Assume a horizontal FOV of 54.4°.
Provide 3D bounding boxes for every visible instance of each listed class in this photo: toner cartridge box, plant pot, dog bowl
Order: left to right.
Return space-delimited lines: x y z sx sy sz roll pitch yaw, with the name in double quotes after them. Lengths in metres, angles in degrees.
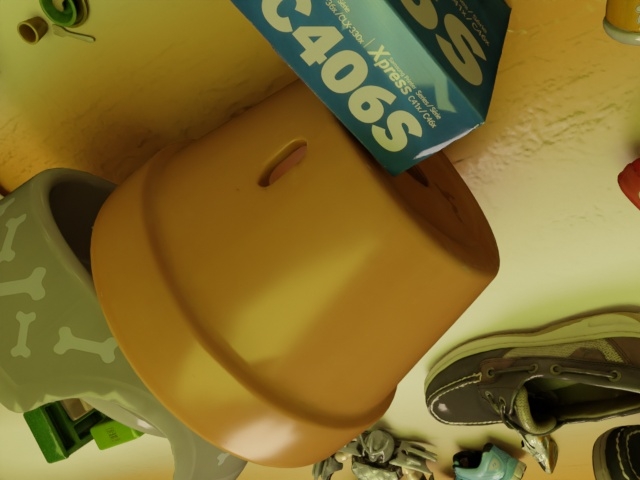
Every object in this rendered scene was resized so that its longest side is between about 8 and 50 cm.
-0.168 0.068 0.597 0.349 0.348 0.102 41 97 -16 "dog bowl"
-0.024 -0.217 0.367 0.348 0.165 0.075 44 132 -19 "toner cartridge box"
0.000 0.000 0.501 0.291 0.290 0.203 42 117 -17 "plant pot"

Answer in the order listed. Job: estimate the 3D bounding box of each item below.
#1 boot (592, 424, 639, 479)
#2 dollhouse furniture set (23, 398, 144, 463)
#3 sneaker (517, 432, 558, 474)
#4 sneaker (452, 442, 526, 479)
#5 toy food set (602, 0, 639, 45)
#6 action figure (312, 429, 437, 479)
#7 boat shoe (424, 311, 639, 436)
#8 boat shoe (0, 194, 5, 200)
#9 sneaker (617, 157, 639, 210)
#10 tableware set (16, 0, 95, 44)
0.483 0.203 0.559 0.378 0.138 0.284 19 137 1 "boot"
-0.346 0.141 0.911 0.198 0.151 0.301 -24 94 25 "dollhouse furniture set"
0.274 0.260 0.786 0.037 0.032 0.083 0 127 41 "sneaker"
0.208 0.320 0.858 0.073 0.063 0.162 44 132 8 "sneaker"
0.258 -0.135 0.349 0.233 0.111 0.104 -16 131 -3 "toy food set"
0.086 0.375 0.923 0.186 0.099 0.284 16 132 27 "action figure"
0.223 0.158 0.661 0.285 0.092 0.103 -26 117 38 "boat shoe"
-0.460 -0.049 0.757 0.277 0.098 0.096 21 137 5 "boat shoe"
0.345 -0.043 0.450 0.221 0.087 0.128 22 119 2 "sneaker"
-0.259 -0.244 0.542 0.104 0.024 0.154 15 135 10 "tableware set"
